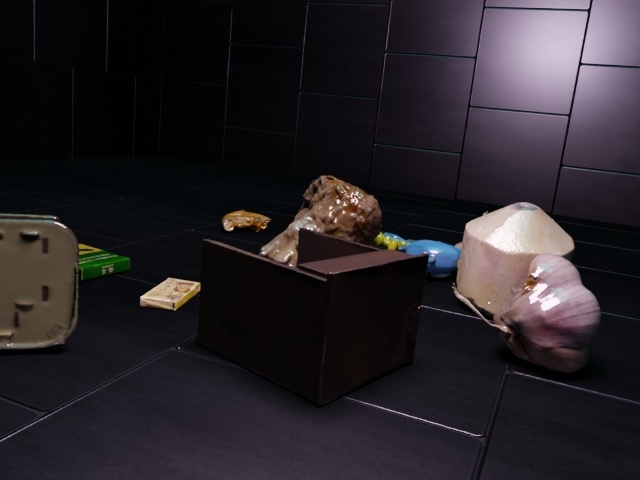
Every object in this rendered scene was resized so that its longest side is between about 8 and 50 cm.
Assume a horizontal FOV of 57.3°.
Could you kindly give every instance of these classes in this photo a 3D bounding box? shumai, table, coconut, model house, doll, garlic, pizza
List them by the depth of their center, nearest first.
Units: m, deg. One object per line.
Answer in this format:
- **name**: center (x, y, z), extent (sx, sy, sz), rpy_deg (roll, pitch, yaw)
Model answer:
- **table**: center (-0.017, 0.096, 0.961), extent (0.282, 0.196, 0.251), rpy_deg (16, 17, 40)
- **model house**: center (-0.511, 0.053, 0.977), extent (0.219, 0.204, 0.279), rpy_deg (2, 5, -19)
- **garlic**: center (0.363, 0.130, 1.066), extent (0.257, 0.207, 0.207), rpy_deg (10, 13, 12)
- **coconut**: center (0.425, 0.035, 1.289), extent (0.239, 0.244, 0.239), rpy_deg (9, 19, -3)
- **shumai**: center (-0.001, 0.003, 1.481), extent (0.217, 0.283, 0.346), rpy_deg (42, -30, -15)
- **doll**: center (0.307, 0.048, 1.613), extent (0.346, 0.098, 0.341), rpy_deg (16, 3, 22)
- **pizza**: center (-0.240, -0.060, 1.898), extent (0.161, 0.062, 0.182), rpy_deg (-4, 9, -10)

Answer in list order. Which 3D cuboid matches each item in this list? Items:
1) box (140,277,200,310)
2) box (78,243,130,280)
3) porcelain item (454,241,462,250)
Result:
- **box**: center (-0.300, 0.107, 1.183), extent (0.073, 0.020, 0.149), rpy_deg (7, 12, 6)
- **box**: center (-0.564, 0.041, 1.327), extent (0.235, 0.034, 0.132), rpy_deg (13, 15, 28)
- **porcelain item**: center (0.491, 0.053, 1.709), extent (0.084, 0.054, 0.213), rpy_deg (-7, 17, -37)
